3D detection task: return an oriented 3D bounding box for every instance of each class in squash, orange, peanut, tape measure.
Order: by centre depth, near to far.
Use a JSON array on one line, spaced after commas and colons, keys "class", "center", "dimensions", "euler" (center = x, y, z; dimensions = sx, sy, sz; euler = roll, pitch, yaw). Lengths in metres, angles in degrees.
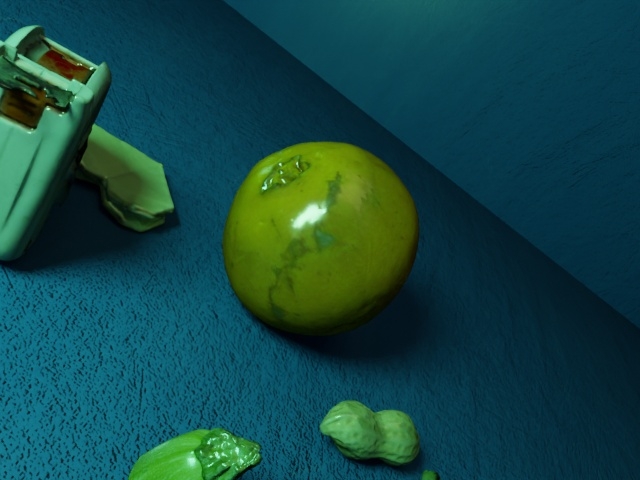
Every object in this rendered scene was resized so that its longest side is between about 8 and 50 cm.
[{"class": "squash", "center": [-0.118, 0.222, 0.545], "dimensions": [0.105, 0.132, 0.105], "euler": [32, 28, -19]}, {"class": "tape measure", "center": [-0.343, -0.121, 0.651], "dimensions": [0.130, 0.258, 0.265], "euler": [26, 29, -21]}, {"class": "peanut", "center": [0.074, 0.271, 0.775], "dimensions": [0.187, 0.082, 0.082], "euler": [23, 30, -31]}, {"class": "orange", "center": [0.000, 0.000, 0.860], "dimensions": [0.312, 0.312, 0.312], "euler": [30, 27, -18]}]

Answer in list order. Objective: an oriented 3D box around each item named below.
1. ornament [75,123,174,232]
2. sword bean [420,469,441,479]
[{"class": "ornament", "center": [-0.314, -0.107, 0.906], "dimensions": [0.201, 0.059, 0.180], "euler": [44, 25, 3]}, {"class": "sword bean", "center": [0.108, 0.384, 0.693], "dimensions": [0.043, 0.038, 0.269], "euler": [50, 29, 8]}]
